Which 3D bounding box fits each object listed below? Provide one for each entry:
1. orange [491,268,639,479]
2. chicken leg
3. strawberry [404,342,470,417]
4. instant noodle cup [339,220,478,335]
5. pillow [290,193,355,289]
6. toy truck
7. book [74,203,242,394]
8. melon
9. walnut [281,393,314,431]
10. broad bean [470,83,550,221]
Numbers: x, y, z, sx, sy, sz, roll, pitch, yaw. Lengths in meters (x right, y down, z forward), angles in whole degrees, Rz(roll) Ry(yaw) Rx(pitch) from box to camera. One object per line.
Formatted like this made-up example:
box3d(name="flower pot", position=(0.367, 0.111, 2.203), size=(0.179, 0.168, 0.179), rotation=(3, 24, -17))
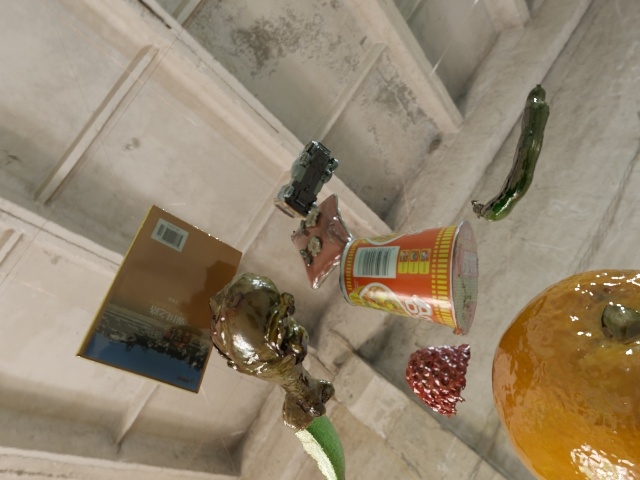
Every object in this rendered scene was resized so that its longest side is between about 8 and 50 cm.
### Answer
box3d(name="orange", position=(0.367, 0.179, 0.476), size=(0.312, 0.312, 0.312), rotation=(-8, -73, -27))
box3d(name="chicken leg", position=(-0.101, 0.194, 0.735), size=(0.140, 0.211, 0.361), rotation=(-41, -39, -25))
box3d(name="strawberry", position=(0.350, 0.395, 1.223), size=(0.234, 0.178, 0.234), rotation=(17, -90, -71))
box3d(name="instant noodle cup", position=(0.155, 0.063, 0.730), size=(0.193, 0.212, 0.193), rotation=(1, -92, -58))
box3d(name="pillow", position=(0.000, 0.000, 0.944), size=(0.075, 0.179, 0.171), rotation=(17, -53, -39))
box3d(name="toy truck", position=(-0.050, -0.186, 1.216), size=(0.108, 0.140, 0.256), rotation=(35, -113, -28))
box3d(name="book", position=(-0.339, 0.128, 0.936), size=(0.262, 0.028, 0.374), rotation=(33, -128, -30))
box3d(name="melon", position=(0.024, 0.803, 1.564), size=(0.124, 0.196, 0.323), rotation=(-33, -93, 10))
box3d(name="walnut", position=(-0.046, 0.361, 0.885), size=(0.079, 0.082, 0.096), rotation=(52, -133, -52))
box3d(name="broad bean", position=(0.379, -0.147, 0.805), size=(0.049, 0.144, 0.292), rotation=(10, -55, -7))
